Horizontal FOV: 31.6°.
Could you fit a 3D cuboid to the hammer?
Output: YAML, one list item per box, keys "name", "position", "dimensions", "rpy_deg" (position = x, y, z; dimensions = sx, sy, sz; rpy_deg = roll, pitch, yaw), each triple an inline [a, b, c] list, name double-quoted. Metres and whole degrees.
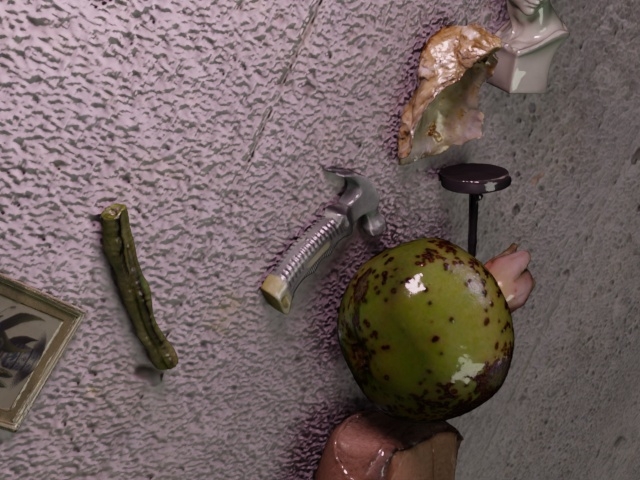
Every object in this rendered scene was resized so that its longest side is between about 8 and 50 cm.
- name: "hammer"
  position: [0.000, 0.000, 1.612]
  dimensions: [0.226, 0.041, 0.158]
  rpy_deg: [-48, 139, -16]

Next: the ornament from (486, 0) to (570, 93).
- name: "ornament"
  position: [0.313, -0.353, 1.694]
  dimensions: [0.120, 0.130, 0.285]
  rpy_deg: [-18, 134, -21]

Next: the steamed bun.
- name: "steamed bun"
  position: [0.089, 0.395, 1.836]
  dimensions: [0.301, 0.199, 0.251]
  rpy_deg: [5, 91, -59]

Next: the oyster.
- name: "oyster"
  position: [0.181, -0.218, 1.654]
  dimensions: [0.161, 0.107, 0.232]
  rpy_deg: [-22, 146, -45]

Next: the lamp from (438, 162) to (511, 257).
- name: "lamp"
  position: [0.241, 0.023, 1.861]
  dimensions: [0.108, 0.130, 0.371]
  rpy_deg: [-84, 172, -50]

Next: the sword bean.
- name: "sword bean"
  position: [-0.226, 0.066, 1.408]
  dimensions: [0.043, 0.038, 0.269]
  rpy_deg: [-20, 130, -9]

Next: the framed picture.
- name: "framed picture"
  position: [-0.386, 0.119, 1.280]
  dimensions: [0.231, 0.010, 0.173]
  rpy_deg: [33, 86, -52]

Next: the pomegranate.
- name: "pomegranate"
  position: [0.196, 0.116, 1.709]
  dimensions: [0.341, 0.285, 0.285]
  rpy_deg: [-25, 129, -27]
